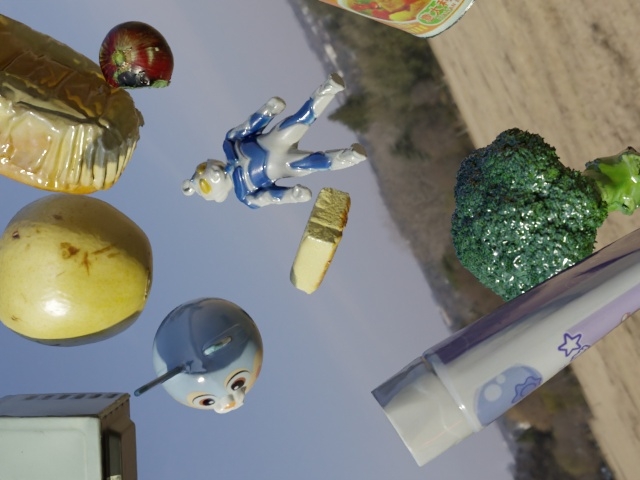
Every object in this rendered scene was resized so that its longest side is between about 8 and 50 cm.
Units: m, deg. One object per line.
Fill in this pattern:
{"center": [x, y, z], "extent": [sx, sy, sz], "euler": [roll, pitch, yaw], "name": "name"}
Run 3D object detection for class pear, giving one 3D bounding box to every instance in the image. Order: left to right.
{"center": [-0.471, 0.059, 1.726], "extent": [0.309, 0.309, 0.309], "euler": [60, -170, -17], "name": "pear"}

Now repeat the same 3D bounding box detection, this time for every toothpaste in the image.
{"center": [0.215, 0.054, 0.763], "extent": [0.080, 0.371, 0.125], "euler": [56, 176, -4], "name": "toothpaste"}

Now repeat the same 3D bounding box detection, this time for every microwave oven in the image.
{"center": [-0.477, 0.467, 1.638], "extent": [0.218, 0.286, 0.355], "euler": [-25, -68, -85], "name": "microwave oven"}

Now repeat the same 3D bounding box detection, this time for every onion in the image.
{"center": [-0.289, -0.288, 1.412], "extent": [0.118, 0.117, 0.119], "euler": [-5, -90, -86], "name": "onion"}

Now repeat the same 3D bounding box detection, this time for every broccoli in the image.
{"center": [0.332, -0.025, 1.299], "extent": [0.297, 0.297, 0.298], "euler": [162, 90, -77], "name": "broccoli"}

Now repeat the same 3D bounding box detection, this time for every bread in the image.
{"center": [-0.502, -0.226, 1.528], "extent": [0.388, 0.183, 0.236], "euler": [31, -132, -6], "name": "bread"}
{"center": [0.000, 0.000, 1.665], "extent": [0.188, 0.068, 0.125], "euler": [111, 180, -56], "name": "bread"}

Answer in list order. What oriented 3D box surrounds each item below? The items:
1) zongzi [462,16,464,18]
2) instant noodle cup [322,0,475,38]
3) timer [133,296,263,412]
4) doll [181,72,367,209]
{"center": [0.245, -0.397, 1.200], "extent": [0.081, 0.178, 0.189], "euler": [-39, -55, -65], "name": "zongzi"}
{"center": [0.031, -0.246, 0.697], "extent": [0.185, 0.168, 0.168], "euler": [20, -147, -29], "name": "instant noodle cup"}
{"center": [-0.153, 0.174, 1.234], "extent": [0.175, 0.175, 0.255], "euler": [60, -178, -20], "name": "timer"}
{"center": [-0.061, -0.082, 0.944], "extent": [0.057, 0.227, 0.114], "euler": [-11, -100, -57], "name": "doll"}
